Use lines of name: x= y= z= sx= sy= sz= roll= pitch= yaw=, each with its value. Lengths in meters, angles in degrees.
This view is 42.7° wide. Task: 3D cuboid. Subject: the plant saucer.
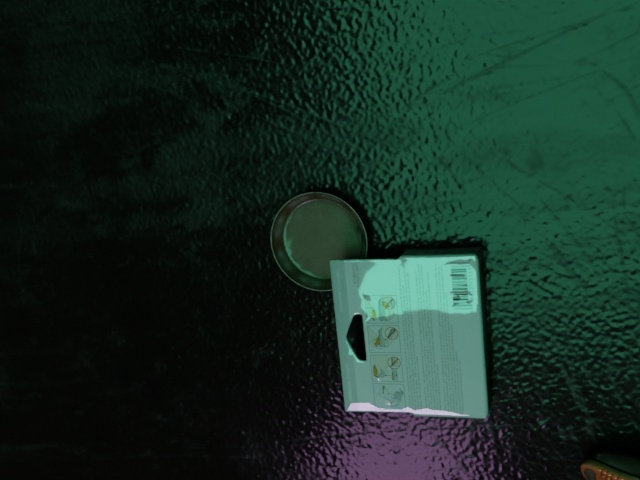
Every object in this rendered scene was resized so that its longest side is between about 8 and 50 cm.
plant saucer: x=0.000 y=0.000 z=1.360 sx=0.168 sy=0.029 sz=0.168 roll=5 pitch=105 yaw=18

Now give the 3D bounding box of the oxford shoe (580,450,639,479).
oxford shoe: x=0.584 y=0.374 z=1.232 sx=0.363 sy=0.133 sz=0.130 roll=13 pitch=148 yaw=27

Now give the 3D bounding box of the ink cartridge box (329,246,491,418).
ink cartridge box: x=0.149 y=0.151 z=1.333 sx=0.239 sy=0.060 sz=0.275 roll=-1 pitch=103 yaw=19
